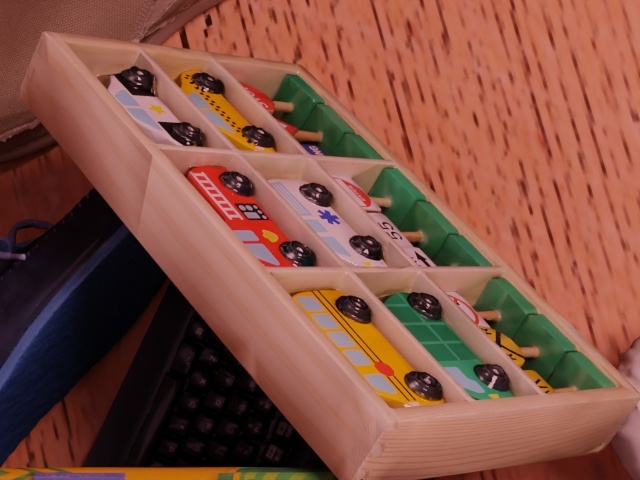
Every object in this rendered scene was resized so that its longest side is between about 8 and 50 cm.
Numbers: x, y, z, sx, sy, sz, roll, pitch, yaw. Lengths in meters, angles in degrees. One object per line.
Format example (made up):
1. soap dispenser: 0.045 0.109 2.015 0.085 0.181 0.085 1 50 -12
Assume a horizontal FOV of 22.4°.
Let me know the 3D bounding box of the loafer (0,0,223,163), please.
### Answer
1. loafer: -0.119 -0.139 0.845 0.268 0.092 0.102 -37 75 6

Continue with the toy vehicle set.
1. toy vehicle set: 0.000 0.000 0.720 0.267 0.166 0.035 47 120 33

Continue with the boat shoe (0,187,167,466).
1. boat shoe: -0.171 0.042 0.825 0.258 0.109 0.089 -46 70 2

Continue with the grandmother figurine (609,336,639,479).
1. grandmother figurine: 0.289 0.028 0.715 0.342 0.104 0.208 -21 68 8

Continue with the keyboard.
1. keyboard: -0.045 0.174 0.811 0.201 0.033 0.317 23 88 16

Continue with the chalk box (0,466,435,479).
1. chalk box: -0.040 0.187 0.698 0.288 0.179 0.180 -3 81 15
